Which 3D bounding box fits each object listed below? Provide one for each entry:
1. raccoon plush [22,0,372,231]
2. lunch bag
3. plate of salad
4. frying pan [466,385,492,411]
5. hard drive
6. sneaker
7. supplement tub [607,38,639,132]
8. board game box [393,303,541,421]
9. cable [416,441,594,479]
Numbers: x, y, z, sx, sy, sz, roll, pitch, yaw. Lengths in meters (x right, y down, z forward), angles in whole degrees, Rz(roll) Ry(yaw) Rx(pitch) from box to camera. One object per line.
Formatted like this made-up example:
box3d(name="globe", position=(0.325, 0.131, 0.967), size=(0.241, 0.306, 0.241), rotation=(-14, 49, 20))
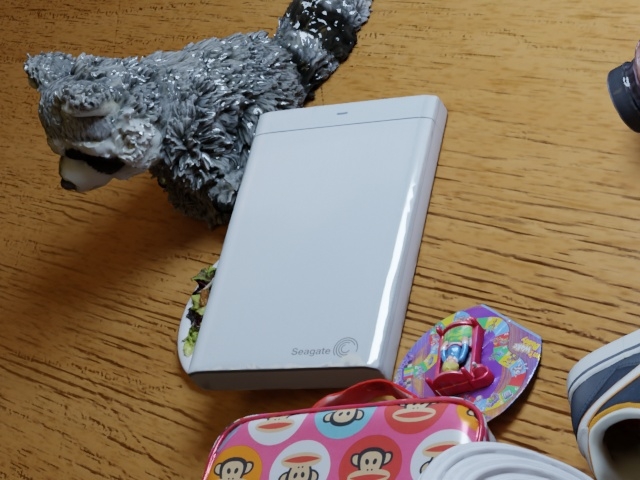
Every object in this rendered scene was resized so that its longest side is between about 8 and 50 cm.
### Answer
box3d(name="raccoon plush", position=(-0.162, -0.232, 2.199), size=(0.216, 0.299, 0.446), rotation=(6, 64, 49))
box3d(name="lunch bag", position=(0.026, 0.246, 1.663), size=(0.293, 0.120, 0.258), rotation=(-6, 51, 25))
box3d(name="plate of salad", position=(-0.098, 0.072, 2.081), size=(0.200, 0.048, 0.199), rotation=(-28, 43, 29))
box3d(name="frying pan", position=(0.066, 0.297, 1.719), size=(0.326, 0.053, 0.197), rotation=(-44, 38, 14))
box3d(name="hard drive", position=(0.000, 0.000, 1.998), size=(0.233, 0.047, 0.353), rotation=(-4, 56, 27))
box3d(name="sneaker", position=(0.348, 0.105, 1.514), size=(0.321, 0.126, 0.127), rotation=(-41, 32, 32))
box3d(name="supplement tub", position=(0.377, -0.175, 1.736), size=(0.198, 0.106, 0.106), rotation=(-26, 43, 30))
box3d(name="board game box", position=(0.137, 0.116, 1.783), size=(0.133, 0.033, 0.169), rotation=(-45, 35, -10))
box3d(name="cable", position=(0.170, 0.273, 1.449), size=(0.089, 0.257, 0.257), rotation=(-62, -2, 32))
